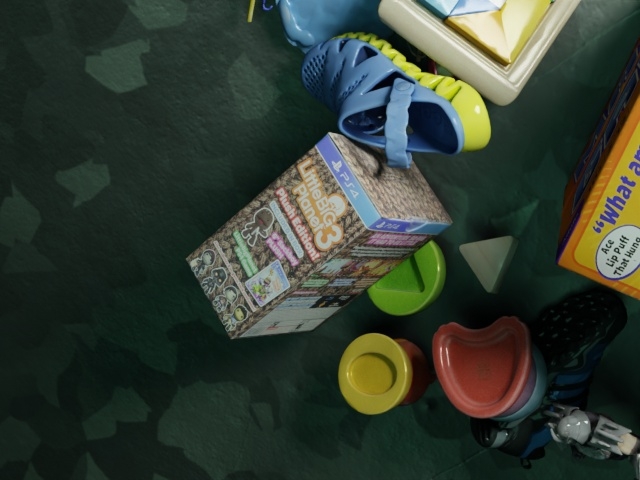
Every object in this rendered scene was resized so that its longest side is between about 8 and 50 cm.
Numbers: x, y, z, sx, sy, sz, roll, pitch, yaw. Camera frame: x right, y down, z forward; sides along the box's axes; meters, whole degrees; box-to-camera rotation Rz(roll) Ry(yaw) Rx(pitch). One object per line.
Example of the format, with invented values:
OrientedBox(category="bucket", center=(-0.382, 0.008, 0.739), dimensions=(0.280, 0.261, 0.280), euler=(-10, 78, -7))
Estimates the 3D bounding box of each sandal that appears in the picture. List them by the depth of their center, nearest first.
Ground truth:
OrientedBox(category="sandal", center=(0.071, -0.186, 1.480), dimensions=(0.317, 0.138, 0.126), euler=(30, 142, 43))

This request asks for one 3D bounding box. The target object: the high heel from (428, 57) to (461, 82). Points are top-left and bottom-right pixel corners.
OrientedBox(category="high heel", center=(0.185, -0.322, 1.486), dimensions=(0.082, 0.117, 0.244), euler=(14, 112, 10))

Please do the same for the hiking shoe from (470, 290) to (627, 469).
OrientedBox(category="hiking shoe", center=(0.357, 0.202, 1.646), dimensions=(0.132, 0.113, 0.304), euler=(29, 112, -27))

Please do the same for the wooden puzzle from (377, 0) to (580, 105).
OrientedBox(category="wooden puzzle", center=(0.225, -0.332, 1.452), dimensions=(0.221, 0.044, 0.239), euler=(35, 87, -7))

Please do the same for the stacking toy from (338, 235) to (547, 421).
OrientedBox(category="stacking toy", center=(0.195, 0.130, 1.638), dimensions=(0.309, 0.130, 0.280), euler=(1, 81, 35))

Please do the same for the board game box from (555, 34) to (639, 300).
OrientedBox(category="board game box", center=(0.529, -0.107, 1.338), dimensions=(0.356, 0.356, 0.357), euler=(24, 113, 6))

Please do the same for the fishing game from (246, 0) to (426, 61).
OrientedBox(category="fishing game", center=(0.029, -0.339, 1.567), dimensions=(0.264, 0.041, 0.189), euler=(10, 119, 6))

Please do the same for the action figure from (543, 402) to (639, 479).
OrientedBox(category="action figure", center=(0.432, 0.297, 1.558), dimensions=(0.285, 0.185, 0.099), euler=(19, 98, -28))

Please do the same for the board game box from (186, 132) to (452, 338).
OrientedBox(category="board game box", center=(0.000, 0.000, 1.568), dimensions=(0.291, 0.232, 0.141), euler=(-39, 71, 23))
